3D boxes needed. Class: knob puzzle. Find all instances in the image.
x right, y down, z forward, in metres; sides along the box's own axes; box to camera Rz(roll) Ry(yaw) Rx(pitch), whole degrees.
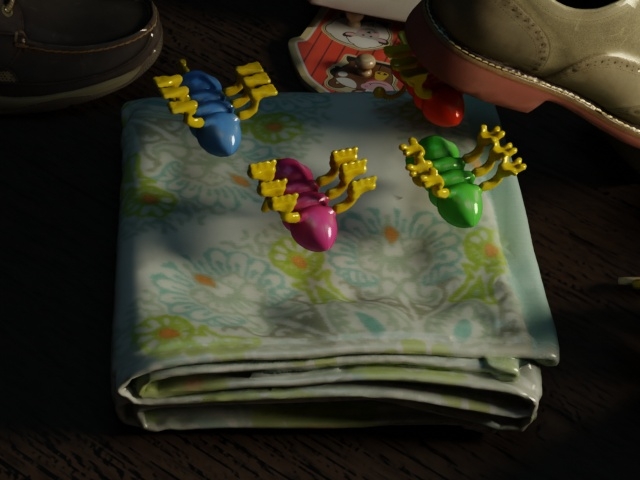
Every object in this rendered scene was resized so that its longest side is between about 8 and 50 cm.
[{"bbox_3d":[0.061,-0.173,1.501,0.213,0.030,0.213,3,39,-3],"label":"knob puzzle"}]

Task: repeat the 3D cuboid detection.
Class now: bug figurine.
[{"bbox_3d":[0.019,-0.080,1.211,0.279,0.072,0.216,-9,46,-20],"label":"bug figurine"}]

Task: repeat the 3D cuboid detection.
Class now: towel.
[{"bbox_3d":[0.000,0.000,1.233,0.321,0.090,0.374,1,39,-6],"label":"towel"}]

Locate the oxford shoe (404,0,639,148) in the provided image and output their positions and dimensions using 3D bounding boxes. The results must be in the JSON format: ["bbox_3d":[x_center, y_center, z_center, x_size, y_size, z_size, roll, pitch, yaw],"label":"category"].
[{"bbox_3d":[0.244,-0.158,1.231,0.348,0.130,0.123,7,46,-28],"label":"oxford shoe"}]

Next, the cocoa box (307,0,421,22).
[{"bbox_3d":[0.180,-0.348,1.540,0.347,0.228,0.231,10,39,-5],"label":"cocoa box"}]

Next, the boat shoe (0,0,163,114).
[{"bbox_3d":[-0.316,-0.195,1.408,0.356,0.130,0.132,-5,40,-12],"label":"boat shoe"}]

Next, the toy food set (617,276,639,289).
[{"bbox_3d":[0.297,0.060,1.167,0.128,0.071,0.218,0,-2,1],"label":"toy food set"}]

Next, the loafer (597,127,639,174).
[{"bbox_3d":[0.420,-0.117,1.414,0.366,0.134,0.130,-10,64,-3],"label":"loafer"}]
